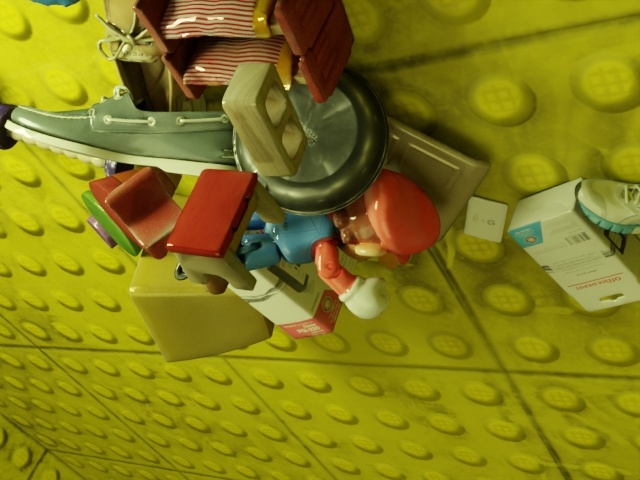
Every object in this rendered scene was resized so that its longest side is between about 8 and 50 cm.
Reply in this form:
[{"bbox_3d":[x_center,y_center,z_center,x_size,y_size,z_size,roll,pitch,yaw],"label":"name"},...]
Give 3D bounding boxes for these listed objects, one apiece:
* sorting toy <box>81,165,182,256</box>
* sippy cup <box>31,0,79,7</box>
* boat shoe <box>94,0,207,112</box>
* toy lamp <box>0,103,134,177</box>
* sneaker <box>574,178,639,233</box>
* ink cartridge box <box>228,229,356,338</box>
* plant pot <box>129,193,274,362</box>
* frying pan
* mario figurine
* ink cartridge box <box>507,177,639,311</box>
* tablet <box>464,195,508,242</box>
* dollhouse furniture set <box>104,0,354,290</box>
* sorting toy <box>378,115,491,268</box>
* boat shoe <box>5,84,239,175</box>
[{"bbox_3d":[-0.280,-0.062,1.304,0.127,0.126,0.365,50,162,-9],"label":"sorting toy"},{"bbox_3d":[-0.246,-0.361,0.836,0.305,0.224,0.240,-12,132,42],"label":"sippy cup"},{"bbox_3d":[-0.222,-0.232,1.116,0.104,0.089,0.285,10,144,22],"label":"boat shoe"},{"bbox_3d":[-0.438,-0.162,1.369,0.274,0.080,0.080,17,146,8],"label":"toy lamp"},{"bbox_3d":[0.398,-0.045,0.997,0.190,0.071,0.083,16,140,-1],"label":"sneaker"},{"bbox_3d":[-0.057,0.025,1.282,0.092,0.159,0.218,-16,134,44],"label":"ink cartridge box"},{"bbox_3d":[-0.170,0.064,1.403,0.187,0.212,0.212,1,141,11],"label":"plant pot"},{"bbox_3d":[-0.073,-0.104,1.043,0.326,0.197,0.053,-24,171,5],"label":"frying pan"},{"bbox_3d":[0.000,0.000,1.130,0.320,0.170,0.198,-6,102,7],"label":"mario figurine"},{"bbox_3d":[0.343,0.010,1.102,0.180,0.060,0.104,42,143,-22],"label":"ink cartridge box"},{"bbox_3d":[0.229,-0.029,1.174,0.054,0.006,0.083,15,146,15],"label":"tablet"},{"bbox_3d":[-0.121,-0.148,0.914,0.201,0.374,0.152,5,146,26],"label":"dollhouse furniture set"},{"bbox_3d":[0.084,-0.073,1.187,0.229,0.041,0.307,24,149,0],"label":"sorting toy"},{"bbox_3d":[-0.246,-0.149,1.109,0.319,0.099,0.116,11,-177,0],"label":"boat shoe"}]
